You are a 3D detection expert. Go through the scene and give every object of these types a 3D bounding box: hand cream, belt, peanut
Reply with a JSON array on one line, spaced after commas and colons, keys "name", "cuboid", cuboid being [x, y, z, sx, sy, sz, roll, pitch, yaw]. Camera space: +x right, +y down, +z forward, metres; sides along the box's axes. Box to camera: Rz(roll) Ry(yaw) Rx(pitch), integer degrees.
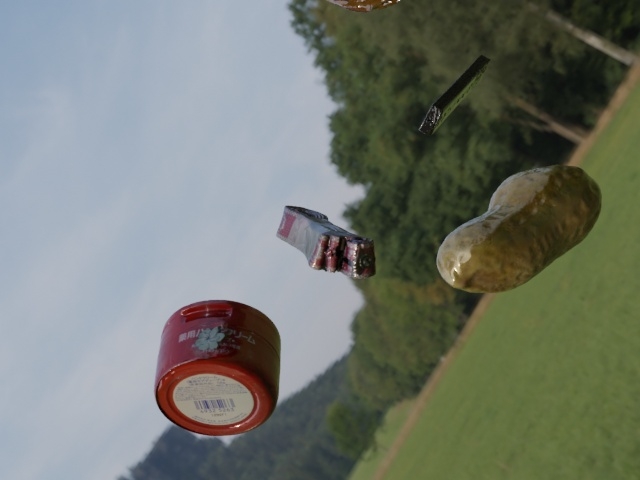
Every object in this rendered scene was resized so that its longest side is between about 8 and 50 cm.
[{"name": "hand cream", "cuboid": [-0.180, 0.228, 1.942, 0.149, 0.230, 0.230, -88, 15, -45]}, {"name": "belt", "cuboid": [0.000, 0.000, 1.374, 0.232, 0.071, 0.053, -150, 71, -66]}, {"name": "peanut", "cuboid": [0.242, -0.013, 1.356, 0.236, 0.120, 0.110, -30, 2, -17]}]

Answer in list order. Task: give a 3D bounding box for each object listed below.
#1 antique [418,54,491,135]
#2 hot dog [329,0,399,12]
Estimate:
[{"name": "antique", "cuboid": [0.138, -0.149, 1.111, 0.031, 0.015, 0.192, -62, -8, 32]}, {"name": "hot dog", "cuboid": [0.113, -0.513, 1.730, 0.387, 0.267, 0.174, -57, -43, -40]}]
